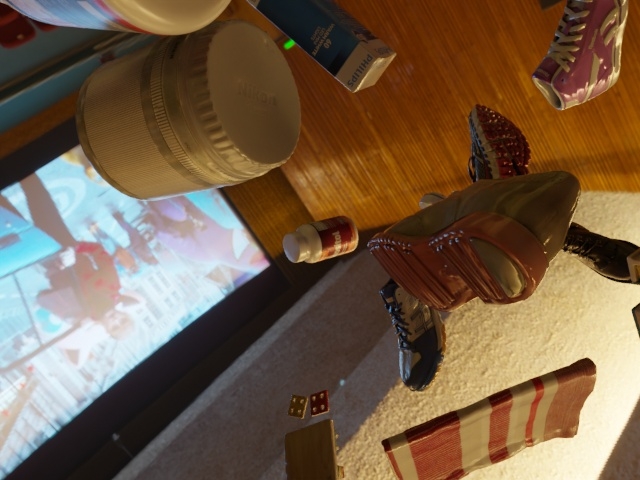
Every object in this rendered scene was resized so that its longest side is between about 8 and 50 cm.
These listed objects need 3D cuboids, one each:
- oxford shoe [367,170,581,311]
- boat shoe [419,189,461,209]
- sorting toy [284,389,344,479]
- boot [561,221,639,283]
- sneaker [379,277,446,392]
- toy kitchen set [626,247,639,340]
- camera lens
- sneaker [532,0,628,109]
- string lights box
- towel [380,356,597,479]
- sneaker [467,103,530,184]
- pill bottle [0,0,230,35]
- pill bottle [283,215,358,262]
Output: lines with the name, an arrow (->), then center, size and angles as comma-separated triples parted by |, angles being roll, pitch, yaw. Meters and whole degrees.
oxford shoe -> 0.190, 0.002, 0.718 | 0.146, 0.140, 0.397 | -44, -169, -15
boat shoe -> 0.332, -0.080, 1.271 | 0.095, 0.258, 0.084 | 15, -94, 46
sorting toy -> -0.012, 0.451, 1.109 | 0.132, 0.046, 0.275 | -30, -132, 29
boot -> 0.520, 0.010, 1.111 | 0.263, 0.229, 0.091 | 38, -66, 53
sneaker -> 0.166, 0.138, 1.023 | 0.112, 0.131, 0.297 | -26, -126, 59
toy kitchen set -> 0.594, 0.116, 0.943 | 0.207, 0.122, 0.166 | -29, -166, -20
camera lens -> -0.195, -0.180, 0.773 | 0.274, 0.219, 0.219 | -6, -151, 32
sneaker -> 0.467, -0.373, 0.977 | 0.161, 0.282, 0.102 | -28, -145, -5
string lights box -> 0.003, -0.384, 0.946 | 0.077, 0.259, 0.133 | -50, 177, 31
towel -> 0.267, 0.307, 0.833 | 0.329, 0.237, 0.037 | -21, -133, -2
sneaker -> 0.314, -0.120, 0.968 | 0.112, 0.120, 0.299 | -39, -133, 50
pill bottle -> -0.278, -0.357, 0.612 | 0.363, 0.210, 0.210 | 19, -131, 35
pill bottle -> 0.000, 0.000, 1.144 | 0.152, 0.086, 0.086 | -15, -176, -33
